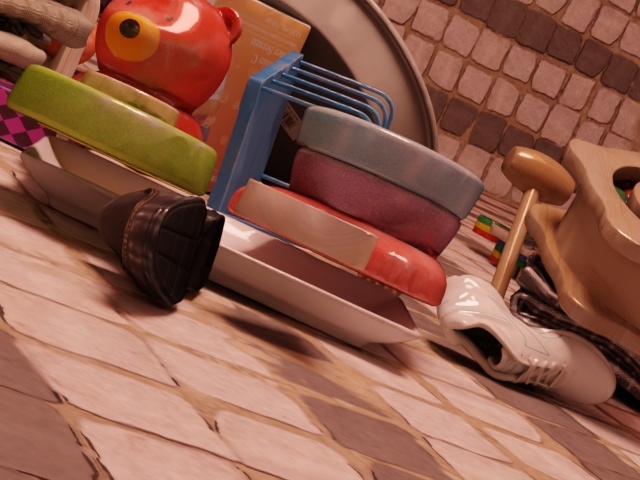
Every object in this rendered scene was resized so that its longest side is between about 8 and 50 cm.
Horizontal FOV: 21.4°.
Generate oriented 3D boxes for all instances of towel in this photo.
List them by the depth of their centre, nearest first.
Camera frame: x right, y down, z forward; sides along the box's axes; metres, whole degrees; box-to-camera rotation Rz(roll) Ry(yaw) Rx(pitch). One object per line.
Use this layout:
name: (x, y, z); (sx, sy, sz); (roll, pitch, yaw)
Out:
towel: (-0.374, -0.211, 1.276); (0.312, 0.056, 0.324); (25, 10, 40)
towel: (0.298, 0.084, 1.497); (0.283, 0.121, 0.235); (28, 8, 11)

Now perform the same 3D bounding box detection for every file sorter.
file sorter: (-0.011, -0.073, 1.378); (0.104, 0.118, 0.170); (21, 16, 5)

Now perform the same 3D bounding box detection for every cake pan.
cake pan: (-0.014, -0.135, 1.600); (0.293, 0.293, 0.054); (35, 55, 29)

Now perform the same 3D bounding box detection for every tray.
tray: (-0.067, 0.005, 1.103); (0.270, 0.030, 0.145); (25, 7, -6)

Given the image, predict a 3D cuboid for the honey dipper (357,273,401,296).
honey dipper: (0.000, 0.000, 1.400); (0.160, 0.030, 0.030); (26, 6, 18)

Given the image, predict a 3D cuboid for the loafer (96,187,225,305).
loafer: (-0.096, 0.000, 0.938); (0.061, 0.062, 0.170); (17, -4, 3)

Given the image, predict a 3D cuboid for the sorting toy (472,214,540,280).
sorting toy: (0.279, 0.039, 2.077); (0.132, 0.046, 0.274); (24, 6, -18)

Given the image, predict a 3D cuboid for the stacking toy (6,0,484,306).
stacking toy: (-0.040, -0.080, 1.085); (0.309, 0.130, 0.279); (24, -1, 8)

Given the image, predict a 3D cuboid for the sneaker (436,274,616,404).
sneaker: (0.146, 0.085, 1.230); (0.152, 0.054, 0.061); (28, 30, -11)

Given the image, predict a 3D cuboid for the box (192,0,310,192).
box: (-0.109, -0.140, 1.467); (0.091, 0.170, 0.130); (29, 8, 36)

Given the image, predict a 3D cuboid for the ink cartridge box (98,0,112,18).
ink cartridge box: (-0.163, -0.215, 1.903); (0.324, 0.071, 0.330); (43, -1, -25)

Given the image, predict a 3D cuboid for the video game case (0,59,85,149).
video game case: (-0.287, -0.135, 1.323); (0.232, 0.042, 0.210); (26, 8, 1)

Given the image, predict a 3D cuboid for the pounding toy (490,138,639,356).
pounding toy: (0.232, 0.024, 1.329); (0.154, 0.155, 0.269); (20, 26, -17)

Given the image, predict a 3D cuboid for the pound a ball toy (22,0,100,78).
pound a ball toy: (-0.264, -0.250, 1.600); (0.135, 0.208, 0.319); (23, 6, -22)
